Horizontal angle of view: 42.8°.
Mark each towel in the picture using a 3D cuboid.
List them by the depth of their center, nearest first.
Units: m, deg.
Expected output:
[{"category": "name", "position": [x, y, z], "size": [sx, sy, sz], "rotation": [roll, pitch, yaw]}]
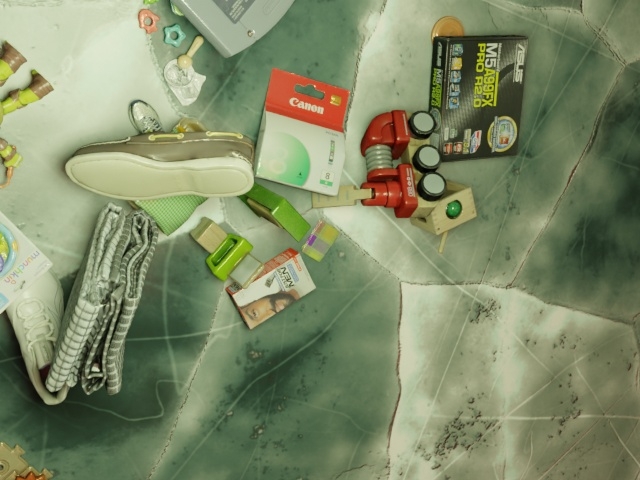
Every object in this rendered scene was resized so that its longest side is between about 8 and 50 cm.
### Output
[{"category": "towel", "position": [-0.369, 0.103, 1.421], "size": [0.121, 0.284, 0.235], "rotation": [18, 121, -17]}, {"category": "towel", "position": [0.000, 0.000, 1.763], "size": [0.060, 0.009, 0.083], "rotation": [32, 89, -30]}]

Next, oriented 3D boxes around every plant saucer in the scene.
[{"category": "plant saucer", "position": [0.279, -0.445, 1.775], "size": [0.083, 0.013, 0.084], "rotation": [-7, 107, -25]}]

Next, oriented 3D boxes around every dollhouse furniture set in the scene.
[{"category": "dollhouse furniture set", "position": [-0.198, -0.061, 1.536], "size": [0.197, 0.151, 0.301], "rotation": [-49, 131, -7]}]

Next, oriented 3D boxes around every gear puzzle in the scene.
[{"category": "gear puzzle", "position": [-0.623, 0.487, 1.573], "size": [0.175, 0.044, 0.339], "rotation": [-41, 117, -10]}]

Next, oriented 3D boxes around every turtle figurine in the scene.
[{"category": "turtle figurine", "position": [-0.577, -0.232, 1.376], "size": [0.217, 0.087, 0.269], "rotation": [-46, 118, -8]}]

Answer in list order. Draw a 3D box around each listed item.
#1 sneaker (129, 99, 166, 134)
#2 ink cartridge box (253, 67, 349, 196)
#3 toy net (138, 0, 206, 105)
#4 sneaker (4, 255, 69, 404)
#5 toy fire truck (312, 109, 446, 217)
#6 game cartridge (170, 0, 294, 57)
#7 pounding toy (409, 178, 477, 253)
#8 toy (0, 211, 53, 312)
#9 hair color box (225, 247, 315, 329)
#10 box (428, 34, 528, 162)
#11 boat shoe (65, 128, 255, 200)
[{"category": "sneaker", "position": [-0.310, -0.202, 1.530], "size": [0.052, 0.058, 0.135], "rotation": [-34, 115, -14]}, {"category": "ink cartridge box", "position": [-0.031, -0.216, 1.637], "size": [0.181, 0.056, 0.225], "rotation": [13, 90, -23]}, {"category": "toy net", "position": [-0.268, -0.364, 1.514], "size": [0.122, 0.045, 0.232], "rotation": [-10, 108, -24]}, {"category": "sneaker", "position": [-0.508, 0.163, 1.494], "size": [0.111, 0.129, 0.297], "rotation": [-19, 110, -17]}, {"category": "toy fire truck", "position": [0.112, -0.148, 1.702], "size": [0.246, 0.158, 0.217], "rotation": [-2, 70, -13]}, {"category": "game cartridge", "position": [-0.137, -0.490, 1.507], "size": [0.196, 0.060, 0.294], "rotation": [44, 69, -25]}, {"category": "pounding toy", "position": [0.268, -0.056, 1.803], "size": [0.130, 0.141, 0.100], "rotation": [-25, 114, -18]}, {"category": "toy", "position": [-0.598, 0.003, 1.402], "size": [0.137, 0.056, 0.237], "rotation": [-44, 96, -9]}, {"category": "hair color box", "position": [-0.104, 0.100, 1.716], "size": [0.167, 0.053, 0.093], "rotation": [-32, 116, -14]}, {"category": "box", "position": [0.346, -0.316, 1.808], "size": [0.216, 0.060, 0.270], "rotation": [-6, 110, -24]}, {"category": "boat shoe", "position": [-0.276, -0.141, 1.430], "size": [0.324, 0.097, 0.117], "rotation": [0, 145, 2]}]
